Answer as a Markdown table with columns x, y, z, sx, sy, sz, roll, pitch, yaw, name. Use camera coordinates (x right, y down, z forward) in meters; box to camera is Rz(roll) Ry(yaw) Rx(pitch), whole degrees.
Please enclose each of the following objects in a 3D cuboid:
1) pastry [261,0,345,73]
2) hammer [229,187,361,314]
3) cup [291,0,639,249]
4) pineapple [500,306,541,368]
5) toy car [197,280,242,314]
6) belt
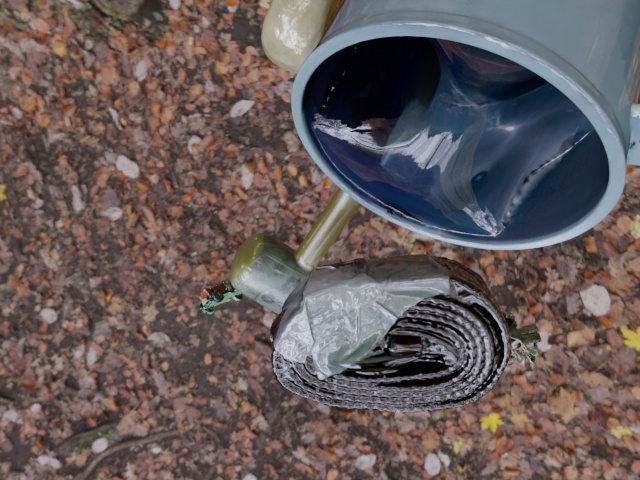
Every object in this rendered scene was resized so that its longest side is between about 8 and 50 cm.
| x | y | z | sx | sy | sz | roll | pitch | yaw | name |
| --- | --- | --- | --- | --- | --- | --- | --- | --- | --- |
| -0.021 | -0.314 | 0.811 | 0.092 | 0.156 | 0.156 | 22 | 111 | 1 | pastry |
| 0.000 | 0.000 | 0.947 | 0.202 | 0.113 | 0.305 | 30 | 113 | -20 | hammer |
| 0.176 | -0.193 | 0.483 | 0.257 | 0.311 | 0.331 | 39 | 153 | -28 | cup |
| 0.398 | 0.242 | 1.409 | 0.271 | 0.262 | 0.263 | 10 | 109 | -4 | pineapple |
| -0.237 | 0.131 | 1.435 | 0.054 | 0.143 | 0.073 | 52 | 128 | 13 | toy car |
| 0.081 | 0.116 | 0.711 | 0.289 | 0.164 | 0.184 | -3 | 107 | 6 | belt |
